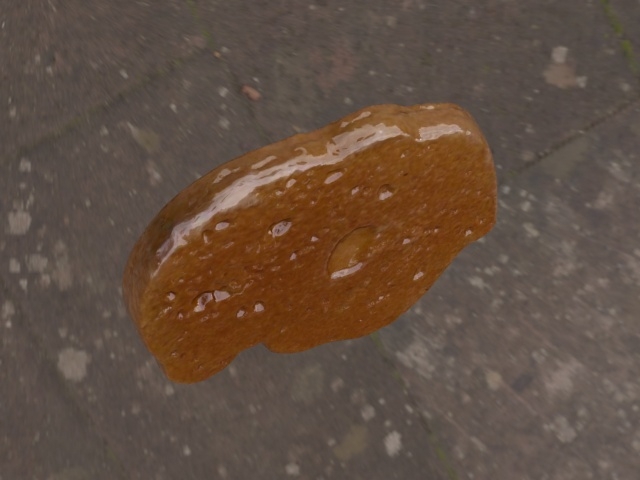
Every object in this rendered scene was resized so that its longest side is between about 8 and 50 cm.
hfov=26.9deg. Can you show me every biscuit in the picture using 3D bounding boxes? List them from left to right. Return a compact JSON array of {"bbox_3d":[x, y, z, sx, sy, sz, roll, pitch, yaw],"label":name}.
[{"bbox_3d":[0.000,0.000,0.421,0.130,0.019,0.102,-17,144,-22],"label":"biscuit"}]
